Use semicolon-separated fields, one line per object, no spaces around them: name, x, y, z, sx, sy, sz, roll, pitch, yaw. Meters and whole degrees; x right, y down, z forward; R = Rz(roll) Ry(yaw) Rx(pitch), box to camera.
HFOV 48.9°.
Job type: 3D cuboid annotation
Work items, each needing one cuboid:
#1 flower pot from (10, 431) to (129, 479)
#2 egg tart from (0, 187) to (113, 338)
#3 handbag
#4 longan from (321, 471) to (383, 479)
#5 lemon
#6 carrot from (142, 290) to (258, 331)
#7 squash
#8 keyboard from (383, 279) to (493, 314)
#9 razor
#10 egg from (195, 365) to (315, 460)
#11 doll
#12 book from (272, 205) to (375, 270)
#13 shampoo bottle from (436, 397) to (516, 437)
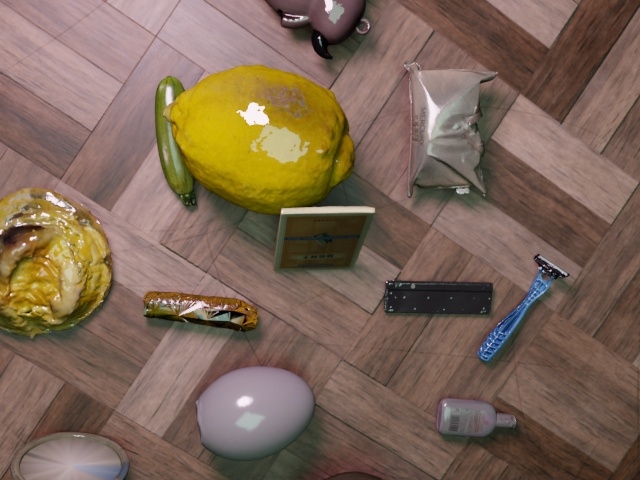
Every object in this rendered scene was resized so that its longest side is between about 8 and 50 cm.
flower pot;-0.484;0.499;1.335;0.213;0.212;0.202;11;107;-9
egg tart;-0.536;0.052;1.313;0.298;0.132;0.296;-2;102;-8
handbag;0.256;-0.219;1.395;0.183;0.117;0.270;0;95;6
longan;0.063;0.580;1.392;0.246;0.215;0.245;0;89;9
lemon;-0.104;-0.180;1.279;0.316;0.285;0.285;-3;97;28
carrot;-0.238;0.138;1.388;0.229;0.069;0.068;8;94;-7
squash;-0.279;-0.187;1.349;0.066;0.066;0.251;-7;97;-7
keyboard;0.246;0.118;1.473;0.231;0.023;0.072;1;102;-7
razor;0.419;0.152;1.489;0.082;0.042;0.253;37;90;33
egg;-0.123;0.330;1.363;0.232;0.176;0.176;-15;97;-10
doll;-0.018;-0.465;1.334;0.257;0.117;0.181;31;92;-9
book;0.000;0.001;1.330;0.170;0.241;0.018;-1;64;-7
shampoo bottle;0.332;0.379;1.498;0.165;0.040;0.079;5;93;-9
